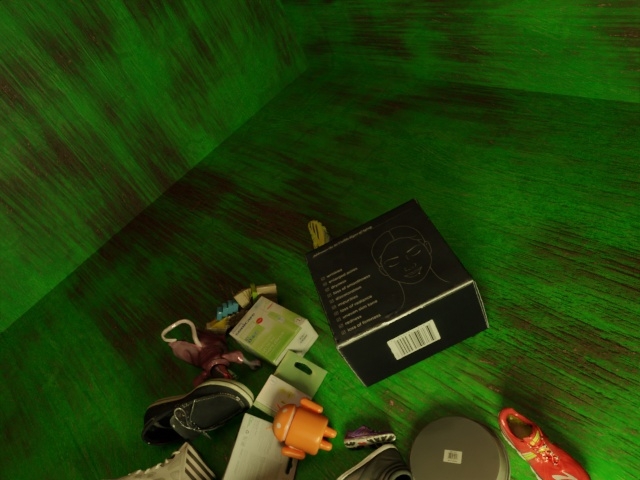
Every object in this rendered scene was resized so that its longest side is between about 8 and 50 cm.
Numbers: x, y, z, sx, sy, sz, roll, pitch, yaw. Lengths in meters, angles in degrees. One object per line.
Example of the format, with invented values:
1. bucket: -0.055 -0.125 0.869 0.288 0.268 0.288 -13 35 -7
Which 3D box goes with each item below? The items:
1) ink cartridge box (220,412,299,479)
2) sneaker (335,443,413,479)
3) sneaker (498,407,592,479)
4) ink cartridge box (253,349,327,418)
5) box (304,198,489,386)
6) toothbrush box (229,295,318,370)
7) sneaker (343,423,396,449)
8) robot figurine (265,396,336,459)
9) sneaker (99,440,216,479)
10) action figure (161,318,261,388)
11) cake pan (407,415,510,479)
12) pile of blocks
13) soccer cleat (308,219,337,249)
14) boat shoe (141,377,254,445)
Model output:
1. ink cartridge box: -0.182 0.705 1.653 0.045 0.224 0.223 -56 13 49
2. sneaker: 0.136 0.718 1.448 0.296 0.104 0.147 -37 19 -13
3. sneaker: 0.582 0.558 1.363 0.107 0.118 0.279 -41 41 -11
4. ink cartridge box: -0.102 0.518 1.793 0.171 0.056 0.235 28 67 10
5. box: 0.252 0.173 1.816 0.480 0.297 0.471 -27 42 4
6. toothbrush box: -0.184 0.371 2.008 0.283 0.122 0.206 20 60 44
7. sneaker: 0.153 0.611 1.607 0.170 0.068 0.071 -11 38 22
8. robot figurine: -0.060 0.610 1.650 0.220 0.158 0.128 20 17 8
9. sneaker: -0.554 0.826 1.761 0.448 0.169 0.257 0 40 20
10. action figure: -0.414 0.444 1.973 0.248 0.275 0.370 -38 27 -18
11. cake pan: 0.384 0.632 1.456 0.293 0.054 0.293 -17 41 15
12. pile of blocks: -0.349 0.272 2.186 0.362 0.148 0.112 -30 29 -2
13. soccer cleat: 0.000 -0.001 2.303 0.121 0.093 0.289 -42 41 -3
14. boat shoe: -0.448 0.627 1.826 0.501 0.186 0.156 -22 26 24
